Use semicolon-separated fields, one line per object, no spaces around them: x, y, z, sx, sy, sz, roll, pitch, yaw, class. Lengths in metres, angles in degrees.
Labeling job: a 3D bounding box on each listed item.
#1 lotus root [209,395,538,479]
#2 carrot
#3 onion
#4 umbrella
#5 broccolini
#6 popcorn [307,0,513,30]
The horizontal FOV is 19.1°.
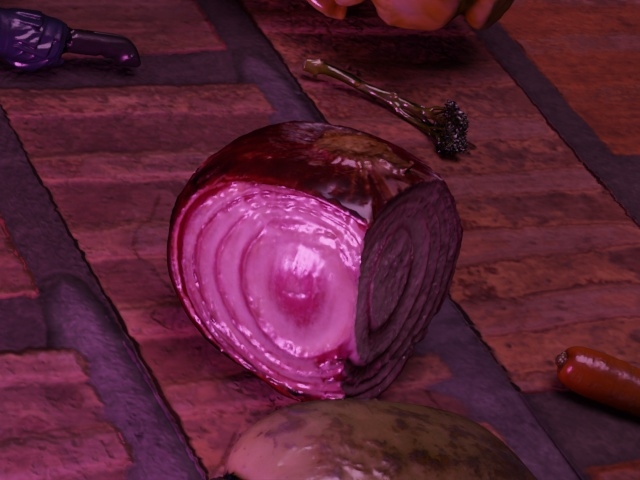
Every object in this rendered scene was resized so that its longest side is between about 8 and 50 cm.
0.059;0.201;1.383;0.309;0.173;0.173;4;38;-33;lotus root
0.321;0.149;1.677;0.247;0.043;0.043;21;35;-3;carrot
-0.004;-0.003;1.574;0.207;0.216;0.206;26;31;20;onion
-0.291;-0.195;1.817;0.248;0.071;0.071;1;39;-32;umbrella
0.070;-0.140;1.953;0.194;0.054;0.052;23;4;15;broccolini
0.075;-0.371;2.032;0.334;0.292;0.294;11;70;21;popcorn
